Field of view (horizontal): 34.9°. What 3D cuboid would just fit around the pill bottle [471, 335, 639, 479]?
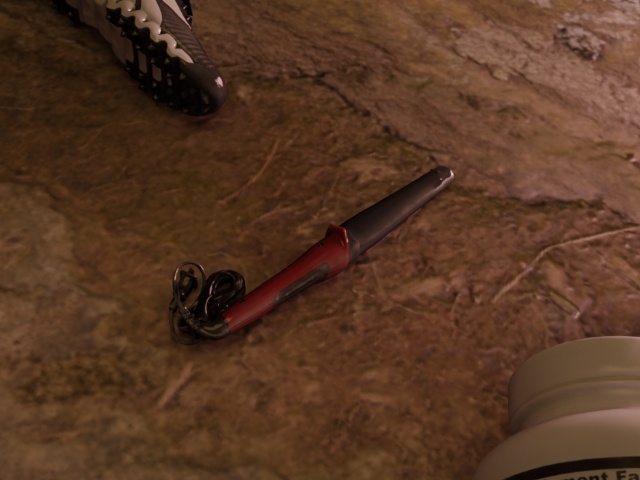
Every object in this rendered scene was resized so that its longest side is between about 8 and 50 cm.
[{"bbox_3d":[0.173,0.223,0.563,0.181,0.181,0.323,7,54,-3],"label":"pill bottle"}]

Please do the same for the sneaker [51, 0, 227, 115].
[{"bbox_3d":[-0.145,-0.201,0.881,0.106,0.078,0.234,-37,65,-26],"label":"sneaker"}]

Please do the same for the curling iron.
[{"bbox_3d":[0.000,0.000,0.785,0.274,0.035,0.068,-28,63,-25],"label":"curling iron"}]
